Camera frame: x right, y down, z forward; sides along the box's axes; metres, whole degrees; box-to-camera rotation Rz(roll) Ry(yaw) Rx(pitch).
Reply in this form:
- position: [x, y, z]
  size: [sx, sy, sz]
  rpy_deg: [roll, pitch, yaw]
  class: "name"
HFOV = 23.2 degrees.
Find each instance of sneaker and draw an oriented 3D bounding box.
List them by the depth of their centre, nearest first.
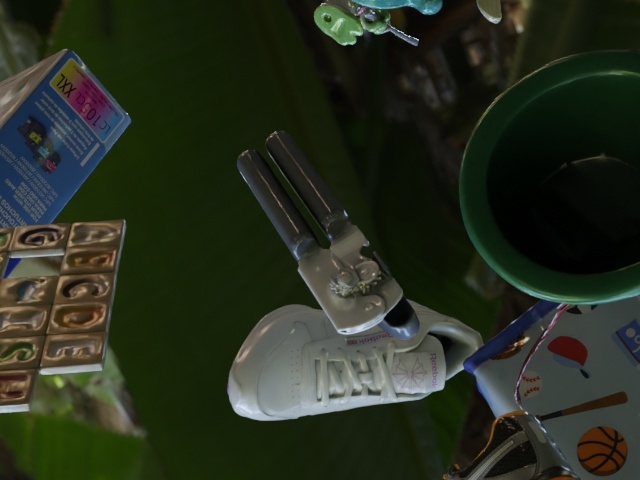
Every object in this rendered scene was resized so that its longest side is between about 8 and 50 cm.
- position: [0.108, 0.193, 1.059]
  size: [0.084, 0.215, 0.083]
  rpy_deg: [1, -125, -32]
  class: "sneaker"
- position: [0.041, 0.123, 1.667]
  size: [0.305, 0.114, 0.152]
  rpy_deg: [-14, -164, -37]
  class: "sneaker"

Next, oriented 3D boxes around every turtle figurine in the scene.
- position: [0.119, -0.361, 2.158]
  size: [0.197, 0.275, 0.266]
  rpy_deg: [-12, -153, 32]
  class: "turtle figurine"

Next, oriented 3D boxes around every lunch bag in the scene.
- position: [0.356, 0.232, 1.766]
  size: [0.239, 0.385, 0.328]
  rpy_deg: [-36, -112, -3]
  class: "lunch bag"

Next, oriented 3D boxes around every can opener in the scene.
- position: [0.000, 0.000, 1.564]
  size: [0.074, 0.093, 0.280]
  rpy_deg: [-32, -129, -3]
  class: "can opener"

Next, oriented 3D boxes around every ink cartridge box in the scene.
- position: [-0.476, -0.059, 2.154]
  size: [0.270, 0.151, 0.395]
  rpy_deg: [-15, -148, 49]
  class: "ink cartridge box"

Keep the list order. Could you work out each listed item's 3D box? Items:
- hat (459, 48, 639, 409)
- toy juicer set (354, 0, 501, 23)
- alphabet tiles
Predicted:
- position: [0.192, -0.013, 1.094]
  size: [0.208, 0.183, 0.173]
  rpy_deg: [-22, -112, 10]
  class: "hat"
- position: [0.092, -0.377, 1.959]
  size: [0.329, 0.089, 0.209]
  rpy_deg: [17, -118, 10]
  class: "toy juicer set"
- position: [-0.235, 0.048, 1.028]
  size: [0.198, 0.009, 0.237]
  rpy_deg: [-4, -153, -1]
  class: "alphabet tiles"
